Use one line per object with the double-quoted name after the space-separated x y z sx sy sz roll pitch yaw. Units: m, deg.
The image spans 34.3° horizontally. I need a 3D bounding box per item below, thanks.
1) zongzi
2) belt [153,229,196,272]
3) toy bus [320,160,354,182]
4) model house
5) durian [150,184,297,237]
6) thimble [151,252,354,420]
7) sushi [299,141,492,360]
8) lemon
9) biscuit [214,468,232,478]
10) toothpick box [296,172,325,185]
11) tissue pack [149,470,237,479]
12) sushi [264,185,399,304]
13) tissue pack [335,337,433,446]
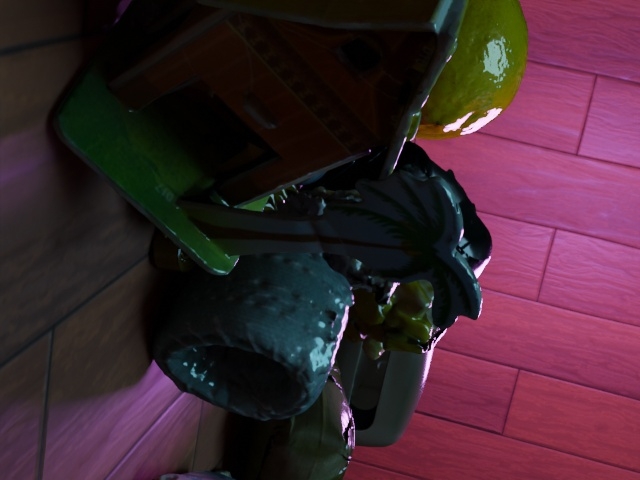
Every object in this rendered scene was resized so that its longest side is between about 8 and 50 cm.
-0.063 0.331 1.829 0.393 0.174 0.356 -100 -154 -52 "zongzi"
-0.154 0.003 1.125 0.083 0.036 0.059 -40 136 -74 "belt"
0.018 -0.203 1.566 0.098 0.114 0.201 -33 -146 59 "toy bus"
0.042 -0.131 0.845 0.340 0.323 0.300 44 49 -25 "model house"
-0.097 -0.094 1.079 0.172 0.166 0.306 -46 -176 36 "durian"
-0.069 0.100 1.180 0.198 0.235 0.143 48 50 -36 "thimble"
0.076 0.030 1.669 0.328 0.328 0.285 49 57 -30 "sushi"
0.194 -0.342 1.783 0.348 0.348 0.348 14 90 -80 "lemon"
-0.171 0.473 1.683 0.133 0.032 0.250 -39 140 -76 "biscuit"
-0.045 -0.122 1.372 0.153 0.101 0.101 -14 117 -78 "toothpick box"
-0.169 0.403 1.333 0.271 0.124 0.201 62 42 -77 "tissue pack"
0.000 0.000 1.353 0.184 0.274 0.139 -9 99 -47 "sushi"
0.081 0.207 2.004 0.277 0.267 0.387 -87 -171 -67 "tissue pack"
